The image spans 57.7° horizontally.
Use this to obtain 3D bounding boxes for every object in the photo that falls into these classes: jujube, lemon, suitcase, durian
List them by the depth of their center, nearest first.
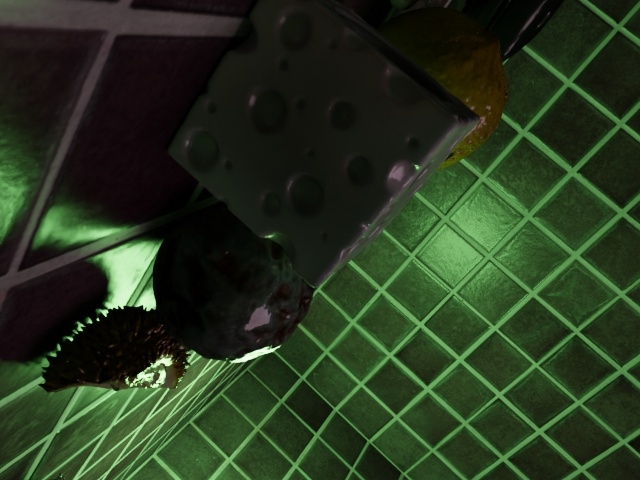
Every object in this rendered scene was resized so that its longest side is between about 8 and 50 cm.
[{"bbox_3d":[-0.301,0.163,0.868,0.250,0.183,0.138,45,51,-79],"label":"durian"},{"bbox_3d":[-0.123,0.060,0.895,0.215,0.246,0.308,-7,-167,9],"label":"jujube"},{"bbox_3d":[0.152,-0.234,0.944,0.310,0.258,0.258,-26,-176,28],"label":"lemon"},{"bbox_3d":[0.473,-0.570,1.281,0.345,0.188,0.339,-43,170,-45],"label":"suitcase"}]

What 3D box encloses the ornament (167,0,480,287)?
[{"bbox_3d":[0.016,-0.131,0.709,0.240,0.240,0.239,-51,172,23],"label":"ornament"}]

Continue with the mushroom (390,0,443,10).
[{"bbox_3d":[0.144,-0.367,0.846,0.085,0.079,0.085,-47,176,-5],"label":"mushroom"}]

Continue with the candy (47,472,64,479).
[{"bbox_3d":[-0.635,0.575,1.275,0.141,0.078,0.203,-26,172,-42],"label":"candy"}]
